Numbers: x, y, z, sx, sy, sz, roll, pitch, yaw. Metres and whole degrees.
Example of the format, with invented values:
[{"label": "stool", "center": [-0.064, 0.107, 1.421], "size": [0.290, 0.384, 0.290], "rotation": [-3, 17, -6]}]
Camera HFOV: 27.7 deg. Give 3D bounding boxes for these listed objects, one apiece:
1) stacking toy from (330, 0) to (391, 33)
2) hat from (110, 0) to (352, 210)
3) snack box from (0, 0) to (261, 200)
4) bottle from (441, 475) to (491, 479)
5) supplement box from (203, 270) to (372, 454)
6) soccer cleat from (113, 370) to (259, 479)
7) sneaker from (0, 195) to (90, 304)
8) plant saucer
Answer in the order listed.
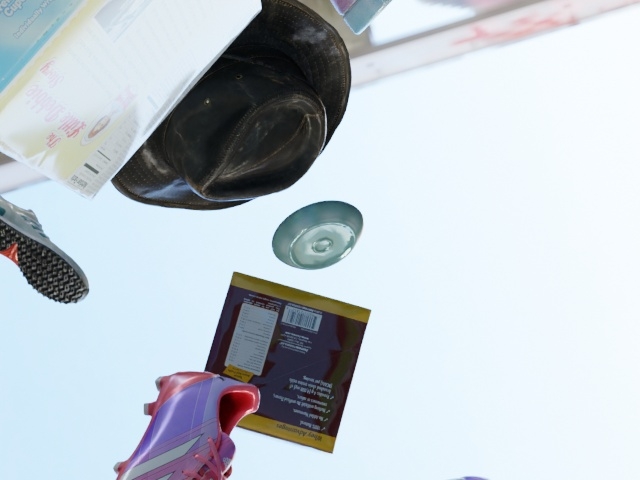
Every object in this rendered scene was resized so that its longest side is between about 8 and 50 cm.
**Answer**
[{"label": "stacking toy", "center": [0.142, -0.379, 1.510], "size": [0.130, 0.279, 0.309], "rotation": [43, -122, -5]}, {"label": "hat", "center": [-0.092, -0.123, 1.542], "size": [0.331, 0.331, 0.134], "rotation": [52, -175, -48]}, {"label": "snack box", "center": [-0.123, -0.124, 0.765], "size": [0.060, 0.187, 0.322], "rotation": [41, 177, 3]}, {"label": "bottle", "center": [0.028, 0.269, 1.085], "size": [0.092, 0.283, 0.118], "rotation": [59, 144, 42]}, {"label": "supplement box", "center": [-0.049, 0.167, 1.721], "size": [0.129, 0.191, 0.194], "rotation": [97, -171, -79]}, {"label": "soccer cleat", "center": [-0.120, 0.203, 1.092], "size": [0.248, 0.095, 0.083], "rotation": [-74, -20, -52]}, {"label": "sneaker", "center": [-0.307, 0.000, 1.391], "size": [0.161, 0.057, 0.075], "rotation": [36, -151, -7]}, {"label": "plant saucer", "center": [0.000, 0.000, 1.586], "size": [0.119, 0.119, 0.021], "rotation": [51, -167, -49]}]
